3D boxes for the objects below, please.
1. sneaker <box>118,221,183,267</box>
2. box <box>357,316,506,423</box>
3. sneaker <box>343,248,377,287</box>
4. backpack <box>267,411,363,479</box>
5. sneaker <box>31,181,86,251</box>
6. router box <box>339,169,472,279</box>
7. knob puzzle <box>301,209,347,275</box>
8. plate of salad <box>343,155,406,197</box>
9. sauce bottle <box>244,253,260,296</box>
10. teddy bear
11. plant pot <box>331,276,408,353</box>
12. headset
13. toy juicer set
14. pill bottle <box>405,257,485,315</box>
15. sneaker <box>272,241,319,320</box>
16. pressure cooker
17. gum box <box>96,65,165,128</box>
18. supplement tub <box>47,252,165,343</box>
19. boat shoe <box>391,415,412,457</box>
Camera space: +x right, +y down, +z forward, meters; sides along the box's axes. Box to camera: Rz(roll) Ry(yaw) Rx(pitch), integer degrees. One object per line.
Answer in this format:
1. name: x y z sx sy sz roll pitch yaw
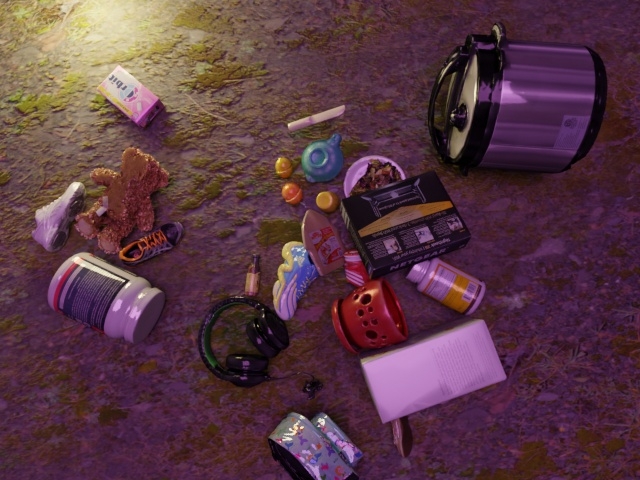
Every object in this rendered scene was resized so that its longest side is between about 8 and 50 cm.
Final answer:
1. sneaker: -0.518 0.013 1.490 0.215 0.083 0.084 -36 81 -5
2. box: 0.295 0.351 1.363 0.346 0.215 0.168 -19 83 -1
3. sneaker: 0.178 0.086 1.487 0.222 0.087 0.127 -2 106 -6
4. backpack: -0.019 0.585 1.335 0.254 0.225 0.191 36 62 10
5. sneaker: -0.822 -0.088 1.507 0.115 0.090 0.232 26 82 8
6. router box: 0.243 -0.050 1.422 0.309 0.081 0.242 -18 65 -9
7. knob puzzle: 0.000 0.000 1.451 0.030 0.213 0.213 -27 80 35
8. plate of salad: 0.173 -0.173 1.524 0.200 0.048 0.199 0 82 1
9. sauce bottle: -0.205 0.107 1.492 0.042 0.042 0.128 7 84 2
10. teddy bear: -0.611 -0.120 1.510 0.245 0.113 0.337 19 90 11
11. plant pot: 0.137 0.220 1.393 0.174 0.191 0.191 -22 82 18
12. headset: -0.173 0.330 1.435 0.394 0.185 0.243 31 89 20
13. toy juicer set: -0.032 -0.256 1.525 0.210 0.089 0.328 6 90 15
14. pill bottle: 0.367 0.126 1.443 0.215 0.117 0.117 28 83 5
15. sneaker: -0.066 0.118 1.442 0.126 0.091 0.239 -3 79 38
16. pressure cooker: 0.523 -0.386 1.385 0.421 0.375 0.369 3 85 1
17. gum box: -0.606 -0.456 1.566 0.188 0.062 0.107 40 85 6
18. supplement tub: -0.617 0.168 1.414 0.272 0.191 0.191 24 83 5
19. boat shoe: 0.230 0.554 1.424 0.056 0.048 0.152 -6 84 -45
